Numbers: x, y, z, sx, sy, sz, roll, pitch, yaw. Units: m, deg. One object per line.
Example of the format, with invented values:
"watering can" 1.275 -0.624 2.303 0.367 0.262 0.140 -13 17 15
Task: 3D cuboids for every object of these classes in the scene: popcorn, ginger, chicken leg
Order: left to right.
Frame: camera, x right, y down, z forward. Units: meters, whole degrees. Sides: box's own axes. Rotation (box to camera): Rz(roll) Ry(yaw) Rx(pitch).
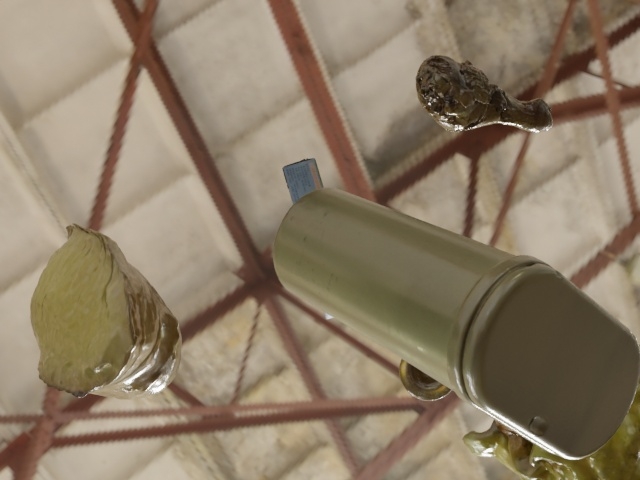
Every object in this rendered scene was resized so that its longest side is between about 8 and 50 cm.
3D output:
"ginger" -0.141 0.072 0.937 0.122 0.193 0.115 33 -93 -25
"chicken leg" 0.206 -0.170 1.608 0.197 0.069 0.085 14 -122 -24
"popcorn" 0.268 0.187 1.382 0.181 0.216 0.235 -52 -36 -38

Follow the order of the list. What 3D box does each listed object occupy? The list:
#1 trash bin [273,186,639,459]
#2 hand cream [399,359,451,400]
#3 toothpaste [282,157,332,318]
"trash bin" 0.112 0.062 1.071 0.243 0.247 0.121 34 -95 -45
"hand cream" 0.166 0.199 1.885 0.084 0.084 0.203 -56 -14 -4
"toothpaste" 0.000 0.000 1.590 0.044 0.193 0.070 -15 -18 -2
